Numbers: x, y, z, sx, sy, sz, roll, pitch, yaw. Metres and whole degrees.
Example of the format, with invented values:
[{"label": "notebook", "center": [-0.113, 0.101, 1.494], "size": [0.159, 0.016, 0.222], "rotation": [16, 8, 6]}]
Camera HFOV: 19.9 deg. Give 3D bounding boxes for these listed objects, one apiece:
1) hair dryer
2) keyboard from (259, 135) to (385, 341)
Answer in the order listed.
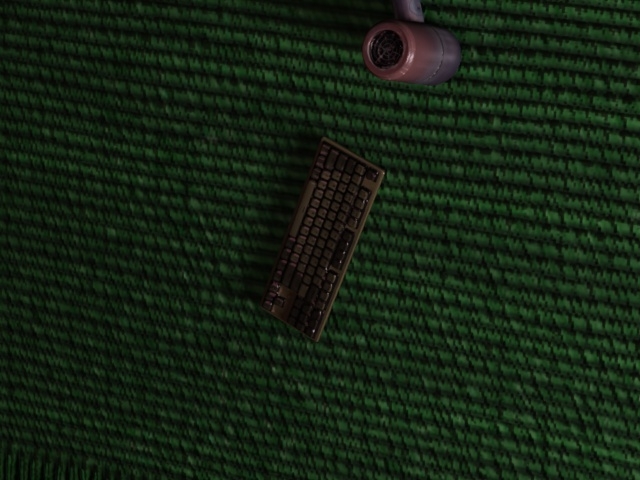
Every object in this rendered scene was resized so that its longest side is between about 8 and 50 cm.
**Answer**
[{"label": "hair dryer", "center": [0.046, -0.149, 1.082], "size": [0.037, 0.063, 0.114], "rotation": [-14, 83, 30]}, {"label": "keyboard", "center": [0.000, 0.000, 1.169], "size": [0.049, 0.015, 0.129], "rotation": [29, 116, 16]}]
